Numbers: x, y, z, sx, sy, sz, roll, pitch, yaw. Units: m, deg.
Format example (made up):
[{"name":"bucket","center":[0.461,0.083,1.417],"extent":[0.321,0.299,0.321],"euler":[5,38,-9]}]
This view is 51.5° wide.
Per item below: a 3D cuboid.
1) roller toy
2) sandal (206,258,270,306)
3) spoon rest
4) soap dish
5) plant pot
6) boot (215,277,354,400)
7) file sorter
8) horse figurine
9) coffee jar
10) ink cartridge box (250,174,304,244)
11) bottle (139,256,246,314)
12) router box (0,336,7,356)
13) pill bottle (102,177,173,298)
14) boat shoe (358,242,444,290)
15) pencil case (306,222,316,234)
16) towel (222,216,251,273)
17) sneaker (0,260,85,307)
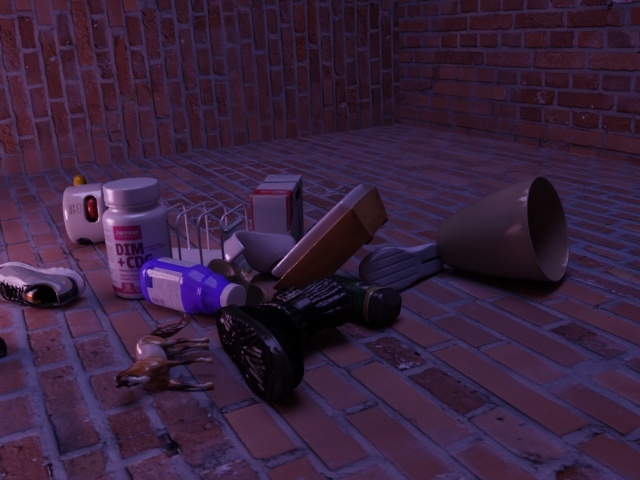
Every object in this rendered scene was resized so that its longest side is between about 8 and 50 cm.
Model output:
[{"name":"roller toy","center":[-0.744,-0.088,2.127],"extent":[0.146,0.209,0.191],"euler":[-7,38,-8]},{"name":"sandal","center":[-0.188,0.120,1.624],"extent":[0.240,0.088,0.079],"euler":[25,1,44]},{"name":"spoon rest","center":[-0.157,0.025,1.702],"extent":[0.084,0.137,0.276],"euler":[55,16,22]},{"name":"soap dish","center":[0.029,0.006,1.622],"extent":[0.118,0.291,0.229],"euler":[45,24,1]},{"name":"plant pot","center":[0.441,-0.010,1.665],"extent":[0.274,0.257,0.256],"euler":[-11,9,39]},{"name":"boot","center":[-0.039,0.173,1.293],"extent":[0.260,0.131,0.348],"euler":[-11,19,-22]},{"name":"file sorter","center":[-0.354,-0.007,1.850],"extent":[0.277,0.173,0.193],"euler":[2,18,17]},{"name":"horse figurine","center":[-0.300,0.226,1.286],"extent":[0.174,0.066,0.263],"euler":[-1,19,-12]},{"name":"coffee jar","center":[0.085,0.133,1.480],"extent":[0.184,0.079,0.096],"euler":[11,9,38]},{"name":"ink cartridge box","center":[-0.123,-0.075,1.981],"extent":[0.114,0.197,0.273],"euler":[0,18,6]},{"name":"bottle","center":[-0.299,0.112,1.551],"extent":[0.282,0.118,0.092],"euler":[8,20,35]},{"name":"router box","center":[-0.734,0.230,1.385],"extent":[0.122,0.038,0.092],"euler":[-18,24,-41]},{"name":"pill bottle","center":[-0.463,-0.008,1.686],"extent":[0.160,0.283,0.160],"euler":[-3,18,1]},{"name":"boat shoe","center":[0.195,0.066,1.678],"extent":[0.302,0.109,0.094],"euler":[-7,0,-43]},{"name":"pencil case","center":[0.000,0.000,1.941],"extent":[0.070,0.064,0.152],"euler":[-29,20,0]},{"name":"towel","center":[-0.214,0.023,1.763],"extent":[0.023,0.152,0.113],"euler":[-7,17,17]},{"name":"sneaker","center":[-0.734,0.116,1.653],"extent":[0.271,0.100,0.108],"euler":[0,23,10]}]
